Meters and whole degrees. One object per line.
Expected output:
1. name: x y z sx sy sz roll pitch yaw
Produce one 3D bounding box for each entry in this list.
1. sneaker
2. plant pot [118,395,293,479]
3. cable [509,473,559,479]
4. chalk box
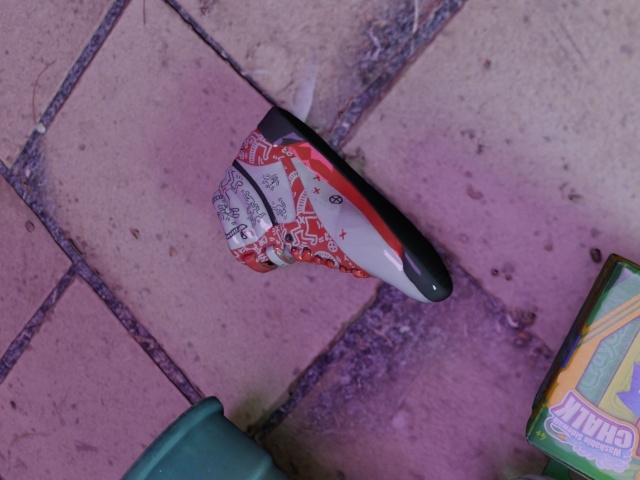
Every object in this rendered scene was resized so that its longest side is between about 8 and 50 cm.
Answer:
1. sneaker: 0.000 -0.001 0.653 0.270 0.090 0.145 46 108 18
2. plant pot: -0.059 0.382 0.580 0.334 0.341 0.341 31 103 10
3. cable: 0.204 0.319 0.495 0.089 0.257 0.257 -18 102 -11
4. chalk box: 0.260 0.135 0.529 0.132 0.132 0.213 26 101 19
